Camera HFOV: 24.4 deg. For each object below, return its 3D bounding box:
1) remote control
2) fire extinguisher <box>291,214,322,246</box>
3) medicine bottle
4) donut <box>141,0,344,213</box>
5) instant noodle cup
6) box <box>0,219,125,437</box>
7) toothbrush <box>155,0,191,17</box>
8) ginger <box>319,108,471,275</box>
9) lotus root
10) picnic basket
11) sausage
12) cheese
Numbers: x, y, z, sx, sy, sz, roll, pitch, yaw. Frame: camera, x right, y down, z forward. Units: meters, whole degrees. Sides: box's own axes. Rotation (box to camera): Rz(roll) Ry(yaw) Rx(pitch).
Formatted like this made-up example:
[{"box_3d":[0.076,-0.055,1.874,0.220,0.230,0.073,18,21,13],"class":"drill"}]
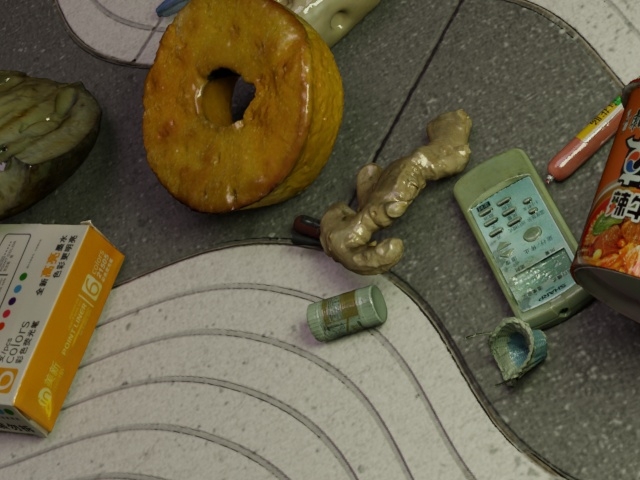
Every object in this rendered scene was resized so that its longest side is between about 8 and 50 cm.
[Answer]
[{"box_3d":[0.224,-0.005,1.635,0.098,0.038,0.233,-32,47,11],"class":"remote control"},{"box_3d":[-0.001,-0.006,1.777,0.100,0.046,0.032,20,109,46],"class":"fire extinguisher"},{"box_3d":[0.030,0.083,1.690,0.083,0.047,0.047,-18,50,21],"class":"medicine bottle"},{"box_3d":[-0.092,-0.169,1.853,0.303,0.110,0.303,-7,80,41],"class":"donut"},{"box_3d":[0.366,-0.015,1.424,0.250,0.250,0.192,19,78,41],"class":"instant noodle cup"},{"box_3d":[-0.398,0.111,1.917,0.221,0.091,0.274,-2,57,33],"class":"box"},{"box_3d":[-0.061,-0.423,2.130,0.413,0.035,0.042,-27,50,14],"class":"toothbrush"},{"box_3d":[0.084,-0.063,1.733,0.149,0.065,0.258,0,47,42],"class":"ginger"},{"box_3d":[-0.419,-0.119,2.057,0.210,0.142,0.314,14,28,5],"class":"lotus root"},{"box_3d":[0.197,0.118,1.537,0.083,0.083,0.065,-9,58,-28],"class":"picnic basket"},{"box_3d":[0.334,-0.142,1.668,0.223,0.029,0.029,-44,46,-2],"class":"sausage"},{"box_3d":[-0.019,-0.338,1.983,0.235,0.117,0.218,1,61,37],"class":"cheese"}]
